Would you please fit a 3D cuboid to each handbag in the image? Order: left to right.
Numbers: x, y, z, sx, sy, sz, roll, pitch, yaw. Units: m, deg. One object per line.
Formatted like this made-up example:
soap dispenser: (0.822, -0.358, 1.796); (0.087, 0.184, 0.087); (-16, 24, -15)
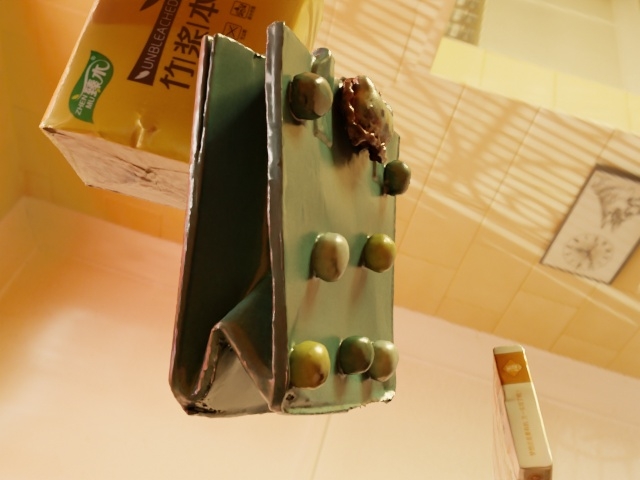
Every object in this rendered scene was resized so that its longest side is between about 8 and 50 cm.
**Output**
handbag: (0.004, 0.002, 0.561); (0.100, 0.269, 0.273); (2, -99, 26)

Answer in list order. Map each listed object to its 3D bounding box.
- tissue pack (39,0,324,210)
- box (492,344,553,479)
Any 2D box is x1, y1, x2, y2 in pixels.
tissue pack: (-0.180, -0.249, 1.039); (0.294, 0.228, 0.381); (16, -105, 3)
box: (0.169, 0.208, 0.615); (0.032, 0.220, 0.122); (-5, -143, 7)
